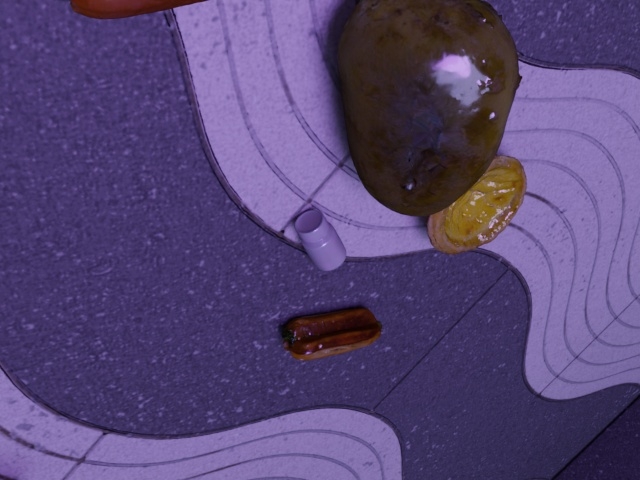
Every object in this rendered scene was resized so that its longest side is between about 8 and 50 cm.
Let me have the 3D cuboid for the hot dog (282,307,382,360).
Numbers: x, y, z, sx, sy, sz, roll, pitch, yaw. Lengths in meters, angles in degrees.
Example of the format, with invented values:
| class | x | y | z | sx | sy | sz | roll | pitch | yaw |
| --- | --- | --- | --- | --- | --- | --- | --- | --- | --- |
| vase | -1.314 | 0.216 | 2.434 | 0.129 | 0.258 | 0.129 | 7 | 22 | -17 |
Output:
| class | x | y | z | sx | sy | sz | roll | pitch | yaw |
| --- | --- | --- | --- | --- | --- | --- | --- | --- | --- |
| hot dog | 0.017 | 0.153 | 1.060 | 0.188 | 0.072 | 0.055 | -6 | 148 | -29 |

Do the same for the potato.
| class | x | y | z | sx | sy | sz | roll | pitch | yaw |
| --- | --- | --- | --- | --- | --- | --- | --- | --- | --- |
| potato | 0.124 | -0.162 | 0.795 | 0.210 | 0.173 | 0.307 | 6 | 136 | 6 |

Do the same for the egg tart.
| class | x | y | z | sx | sy | sz | roll | pitch | yaw |
| --- | --- | --- | --- | --- | --- | --- | --- | --- | --- |
| egg tart | 0.237 | -0.062 | 1.028 | 0.191 | 0.074 | 0.191 | -18 | 132 | -22 |

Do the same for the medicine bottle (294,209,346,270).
| class | x | y | z | sx | sy | sz | roll | pitch | yaw |
| --- | --- | --- | --- | --- | --- | --- | --- | --- | --- |
| medicine bottle | 0.000 | 0.000 | 0.938 | 0.052 | 0.052 | 0.089 | -35 | 135 | -4 |

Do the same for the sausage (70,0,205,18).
| class | x | y | z | sx | sy | sz | roll | pitch | yaw |
| --- | --- | --- | --- | --- | --- | --- | --- | --- | --- |
| sausage | -0.145 | -0.261 | 0.626 | 0.197 | 0.076 | 0.076 | -20 | 132 | -21 |
